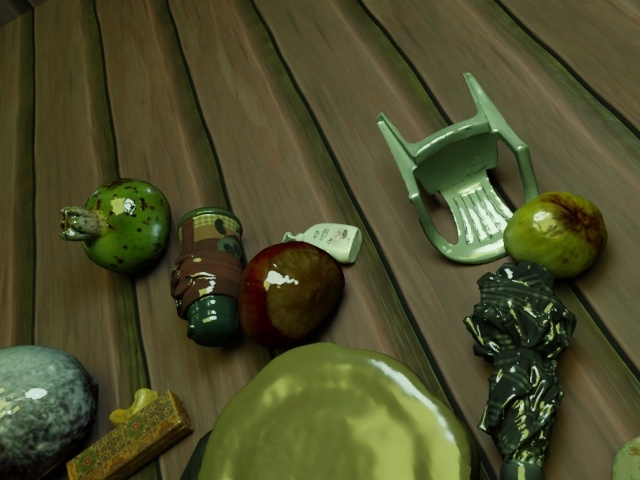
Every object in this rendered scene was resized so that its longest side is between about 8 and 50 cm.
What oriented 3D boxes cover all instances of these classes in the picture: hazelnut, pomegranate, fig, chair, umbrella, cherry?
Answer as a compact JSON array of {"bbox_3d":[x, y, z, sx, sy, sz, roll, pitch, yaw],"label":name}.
[{"bbox_3d":[-0.050,0.087,1.040,0.202,0.160,0.170,-22,55,-42],"label":"hazelnut"},{"bbox_3d":[-0.422,-0.033,1.220,0.202,0.248,0.202,-2,86,28],"label":"pomegranate"},{"bbox_3d":[0.368,-0.009,0.928,0.153,0.120,0.135,7,66,10],"label":"fig"},{"bbox_3d":[0.246,-0.121,1.039,0.203,0.190,0.274,-23,44,9],"label":"chair"},{"bbox_3d":[0.268,0.188,0.841,0.154,0.128,0.336,8,64,25],"label":"umbrella"},{"bbox_3d":[-0.548,0.311,1.049,0.296,0.218,0.255,-28,46,-14],"label":"cherry"}]

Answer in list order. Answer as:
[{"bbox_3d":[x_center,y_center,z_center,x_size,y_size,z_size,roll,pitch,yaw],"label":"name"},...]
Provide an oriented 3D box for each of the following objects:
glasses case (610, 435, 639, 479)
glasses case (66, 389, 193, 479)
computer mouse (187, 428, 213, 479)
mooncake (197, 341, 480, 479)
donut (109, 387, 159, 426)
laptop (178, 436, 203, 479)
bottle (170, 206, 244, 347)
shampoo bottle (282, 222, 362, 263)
[{"bbox_3d":[0.391,0.421,0.634,0.157,0.098,0.425,-7,53,38],"label":"glasses case"},{"bbox_3d":[-0.329,0.358,1.025,0.218,0.049,0.075,-36,48,-3],"label":"glasses case"},{"bbox_3d":[-0.160,0.368,0.923,0.099,0.057,0.172,-14,52,5],"label":"computer mouse"},{"bbox_3d":[0.031,0.338,0.799,0.379,0.201,0.378,-13,56,20],"label":"mooncake"},{"bbox_3d":[-0.341,0.306,1.074,0.083,0.038,0.067,-9,58,15],"label":"donut"},{"bbox_3d":[-0.185,0.426,0.941,0.135,0.016,0.197,12,61,30],"label":"laptop"},{"bbox_3d":[-0.202,0.075,1.113,0.156,0.143,0.271,6,47,-20],"label":"bottle"},{"bbox_3d":[0.000,0.000,1.132,0.152,0.045,0.077,8,61,28],"label":"shampoo bottle"}]
